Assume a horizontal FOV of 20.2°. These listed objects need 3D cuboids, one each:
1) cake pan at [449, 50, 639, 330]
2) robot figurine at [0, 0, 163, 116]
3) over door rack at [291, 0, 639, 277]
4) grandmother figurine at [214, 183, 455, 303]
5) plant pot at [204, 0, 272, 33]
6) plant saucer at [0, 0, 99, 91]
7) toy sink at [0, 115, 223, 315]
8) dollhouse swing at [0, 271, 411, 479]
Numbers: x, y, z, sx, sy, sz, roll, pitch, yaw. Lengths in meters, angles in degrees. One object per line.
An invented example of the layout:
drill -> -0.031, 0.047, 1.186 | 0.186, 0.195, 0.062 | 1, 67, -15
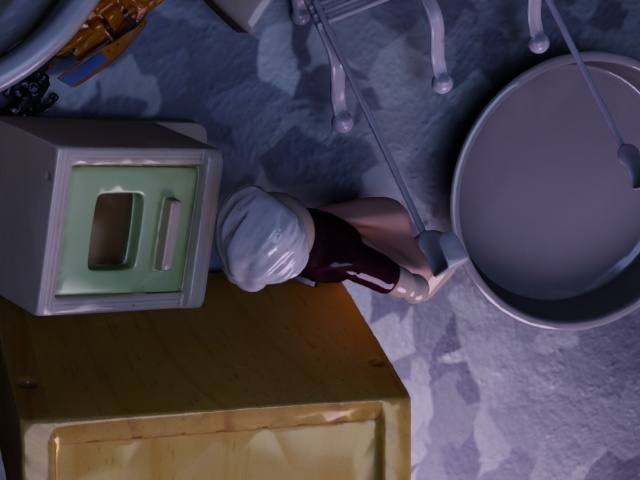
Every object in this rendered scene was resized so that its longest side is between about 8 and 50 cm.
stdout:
cake pan -> 0.259, -0.053, 1.853 | 0.293, 0.054, 0.293 | -5, 105, -19
robot figurine -> -0.278, -0.205, 1.605 | 0.291, 0.085, 0.211 | -38, 112, -7
over door rack -> 0.141, -0.134, 1.701 | 0.239, 0.108, 0.324 | -23, 71, -13
grandmother figurine -> 0.000, 0.000, 1.637 | 0.208, 0.342, 0.104 | 11, 91, 23
plant pot -> -0.079, -0.263, 1.656 | 0.096, 0.109, 0.109 | 34, 91, -11
plant saucer -> -0.356, -0.282, 1.500 | 0.400, 0.100, 0.400 | 1, 77, -4
toy sink -> -0.175, -0.024, 1.625 | 0.234, 0.131, 0.152 | -1, 106, -40
dollhouse swing -> -0.121, 0.237, 1.684 | 0.347, 0.315, 0.305 | -3, 119, -16
